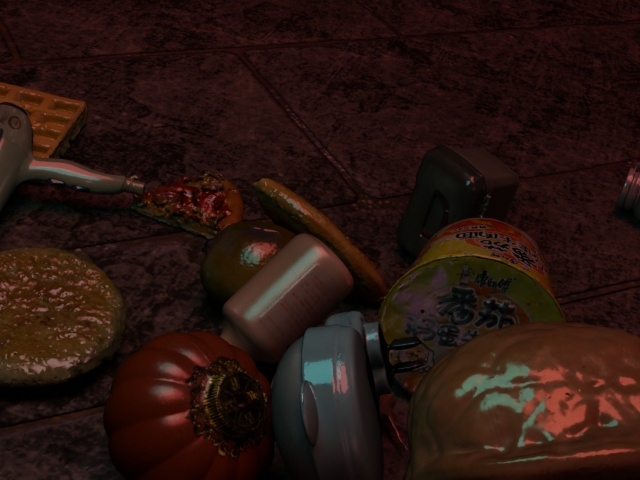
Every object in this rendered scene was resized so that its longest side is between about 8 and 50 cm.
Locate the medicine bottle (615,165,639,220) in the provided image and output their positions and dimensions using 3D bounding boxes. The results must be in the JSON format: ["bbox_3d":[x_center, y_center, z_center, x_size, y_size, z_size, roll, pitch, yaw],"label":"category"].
[{"bbox_3d":[0.675,-0.072,1.844,0.192,0.107,0.107,21,37,15],"label":"medicine bottle"}]

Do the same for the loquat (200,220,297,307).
[{"bbox_3d":[-0.089,0.045,1.459,0.195,0.152,0.152,18,35,-3],"label":"loquat"}]

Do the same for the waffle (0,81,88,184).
[{"bbox_3d":[-0.567,-0.204,1.749,0.221,0.055,0.247,12,36,-1],"label":"waffle"}]

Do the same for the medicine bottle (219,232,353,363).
[{"bbox_3d":[-0.075,0.109,1.330,0.252,0.114,0.114,-44,56,-13],"label":"medicine bottle"}]

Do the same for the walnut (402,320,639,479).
[{"bbox_3d":[0.275,0.269,1.084,0.381,0.381,0.381,7,35,-5],"label":"walnut"}]

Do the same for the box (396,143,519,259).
[{"bbox_3d":[0.230,-0.051,1.617,0.129,0.210,0.148,-8,39,-37],"label":"box"}]

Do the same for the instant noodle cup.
[{"bbox_3d":[0.225,0.094,1.388,0.264,0.264,0.200,16,28,7],"label":"instant noodle cup"}]

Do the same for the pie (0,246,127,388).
[{"bbox_3d":[-0.404,0.110,1.349,0.277,0.078,0.277,9,40,-7],"label":"pie"}]

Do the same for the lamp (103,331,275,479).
[{"bbox_3d":[-0.153,0.218,1.151,0.223,0.197,0.223,24,51,-35],"label":"lamp"}]

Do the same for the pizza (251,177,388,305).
[{"bbox_3d":[0.000,0.000,1.537,0.292,0.197,0.058,42,78,-10],"label":"pizza"}]

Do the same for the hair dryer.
[{"bbox_3d":[-0.477,-0.068,1.540,0.298,0.119,0.296,28,51,3],"label":"hair dryer"}]

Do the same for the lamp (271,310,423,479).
[{"bbox_3d":[0.024,0.192,1.156,0.147,0.209,0.284,1,27,25],"label":"lamp"}]

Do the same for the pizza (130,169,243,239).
[{"bbox_3d":[-0.226,-0.066,1.649,0.193,0.053,0.201,-4,38,-19],"label":"pizza"}]

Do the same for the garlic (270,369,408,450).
[{"bbox_3d":[0.028,0.214,1.317,0.198,0.090,0.128,15,50,-6],"label":"garlic"}]
